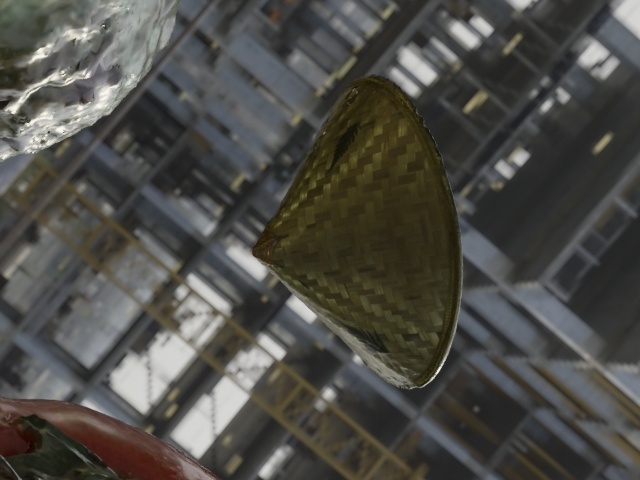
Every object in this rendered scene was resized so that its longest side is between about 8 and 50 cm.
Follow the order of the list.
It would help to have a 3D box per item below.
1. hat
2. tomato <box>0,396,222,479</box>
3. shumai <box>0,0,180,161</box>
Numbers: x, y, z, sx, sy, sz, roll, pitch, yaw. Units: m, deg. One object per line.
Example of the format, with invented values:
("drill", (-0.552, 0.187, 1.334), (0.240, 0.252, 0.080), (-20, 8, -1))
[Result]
("hat", (0.000, 0.000, 0.639), (0.067, 0.146, 0.146), (-8, 167, -22))
("tomato", (-0.171, 0.242, 0.732), (0.289, 0.325, 0.293), (-57, 165, 17))
("shumai", (-0.266, -0.211, 0.766), (0.395, 0.395, 0.348), (-49, -174, 3))
